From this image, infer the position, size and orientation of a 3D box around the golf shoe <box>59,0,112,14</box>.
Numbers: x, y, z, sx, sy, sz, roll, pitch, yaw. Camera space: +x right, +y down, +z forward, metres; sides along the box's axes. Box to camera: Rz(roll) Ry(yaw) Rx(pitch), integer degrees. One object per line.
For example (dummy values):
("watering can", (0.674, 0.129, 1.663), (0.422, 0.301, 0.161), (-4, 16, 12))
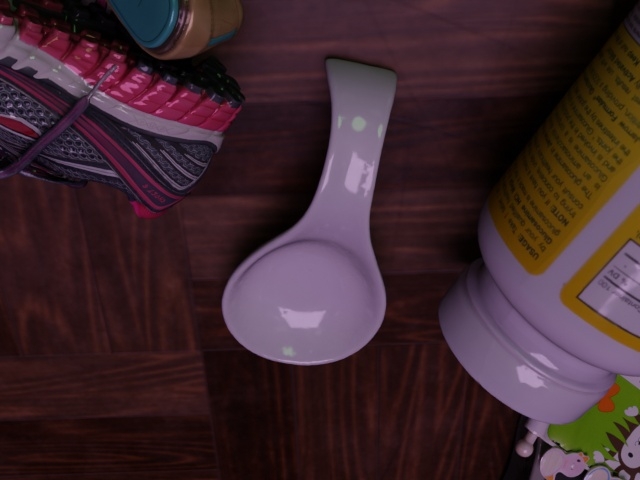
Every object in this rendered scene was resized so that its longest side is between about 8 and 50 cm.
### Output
("golf shoe", (-0.155, -0.130, 0.602), (0.086, 0.067, 0.186), (7, 124, -7))

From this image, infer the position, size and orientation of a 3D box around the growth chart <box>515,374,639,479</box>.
("growth chart", (0.306, 0.171, 0.806), (0.237, 0.021, 0.172), (23, 91, -15))

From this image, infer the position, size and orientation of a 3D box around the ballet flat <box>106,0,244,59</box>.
("ballet flat", (-0.127, -0.204, 0.523), (0.080, 0.073, 0.232), (-39, 79, 38))

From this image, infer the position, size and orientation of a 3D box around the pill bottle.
("pill bottle", (0.233, -0.029, 0.607), (0.188, 0.188, 0.334), (25, 121, -17))

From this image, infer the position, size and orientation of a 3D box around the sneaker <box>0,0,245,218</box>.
("sneaker", (-0.194, -0.095, 0.505), (0.299, 0.121, 0.112), (20, 114, -27))

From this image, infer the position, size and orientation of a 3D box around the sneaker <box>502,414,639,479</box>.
("sneaker", (0.250, 0.263, 0.872), (0.118, 0.083, 0.222), (4, 124, -4))

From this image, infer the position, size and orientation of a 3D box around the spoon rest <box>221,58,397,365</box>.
("spoon rest", (0.000, 0.000, 0.686), (0.137, 0.084, 0.276), (9, 123, -7))
